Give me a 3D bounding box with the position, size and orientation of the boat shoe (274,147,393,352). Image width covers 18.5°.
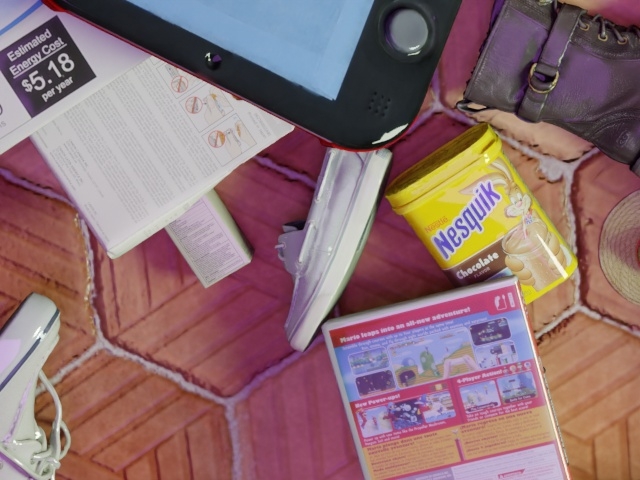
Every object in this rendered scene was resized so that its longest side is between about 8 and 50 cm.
[{"bbox_3d":[0.000,0.000,1.988,0.081,0.079,0.227,24,103,8],"label":"boat shoe"}]

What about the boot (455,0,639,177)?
[{"bbox_3d":[0.275,-0.199,1.898,0.229,0.091,0.263,29,100,4],"label":"boot"}]

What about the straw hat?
[{"bbox_3d":[0.352,0.016,1.966,0.144,0.061,0.144,1,107,4],"label":"straw hat"}]

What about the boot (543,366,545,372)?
[{"bbox_3d":[0.214,0.230,2.018,0.338,0.118,0.222,5,102,-1],"label":"boot"}]

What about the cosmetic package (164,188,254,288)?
[{"bbox_3d":[-0.123,-0.016,2.005,0.060,0.041,0.115,-29,102,13],"label":"cosmetic package"}]

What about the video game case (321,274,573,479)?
[{"bbox_3d":[0.135,0.194,1.967,0.204,0.025,0.285,-14,97,13],"label":"video game case"}]

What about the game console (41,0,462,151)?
[{"bbox_3d":[-0.041,-0.290,1.704,0.386,0.060,0.342,26,82,-19],"label":"game console"}]

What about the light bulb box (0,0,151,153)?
[{"bbox_3d":[-0.285,-0.305,1.792,0.358,0.225,0.361,-34,102,-6],"label":"light bulb box"}]

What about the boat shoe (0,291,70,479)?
[{"bbox_3d":[-0.328,0.228,2.047,0.156,0.136,0.367,31,109,-5],"label":"boat shoe"}]

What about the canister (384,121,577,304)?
[{"bbox_3d":[0.163,-0.014,1.967,0.126,0.073,0.170,-33,103,14],"label":"canister"}]

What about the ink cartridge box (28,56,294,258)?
[{"bbox_3d":[-0.166,-0.118,1.959,0.225,0.056,0.181,-33,84,-5],"label":"ink cartridge box"}]
